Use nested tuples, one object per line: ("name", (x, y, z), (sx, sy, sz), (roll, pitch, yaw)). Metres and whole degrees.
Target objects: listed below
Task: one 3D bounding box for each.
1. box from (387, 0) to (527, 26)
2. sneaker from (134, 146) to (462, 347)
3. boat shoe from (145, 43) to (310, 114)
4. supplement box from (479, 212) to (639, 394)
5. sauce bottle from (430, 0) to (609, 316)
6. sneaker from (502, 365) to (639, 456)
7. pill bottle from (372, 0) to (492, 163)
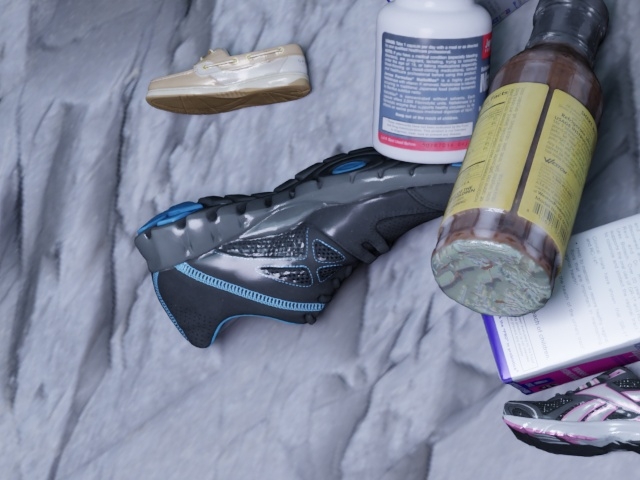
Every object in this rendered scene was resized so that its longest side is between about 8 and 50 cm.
("box", (0.127, -0.265, 1.559), (0.137, 0.072, 0.126), (-36, 71, 8))
("sneaker", (0.000, 0.000, 1.542), (0.340, 0.125, 0.140), (-15, 102, 12))
("boat shoe", (-0.094, -0.167, 1.623), (0.170, 0.063, 0.059), (-5, 74, 8))
("supplement box", (0.259, 0.050, 1.426), (0.220, 0.111, 0.114), (-20, 73, 14))
("sauce bottle", (0.191, -0.090, 1.415), (0.111, 0.111, 0.344), (8, 50, 20))
("sneaker", (0.255, 0.151, 1.439), (0.178, 0.072, 0.077), (3, 68, 11))
("pill bottle", (0.103, -0.169, 1.465), (0.108, 0.108, 0.180), (9, 111, 20))
